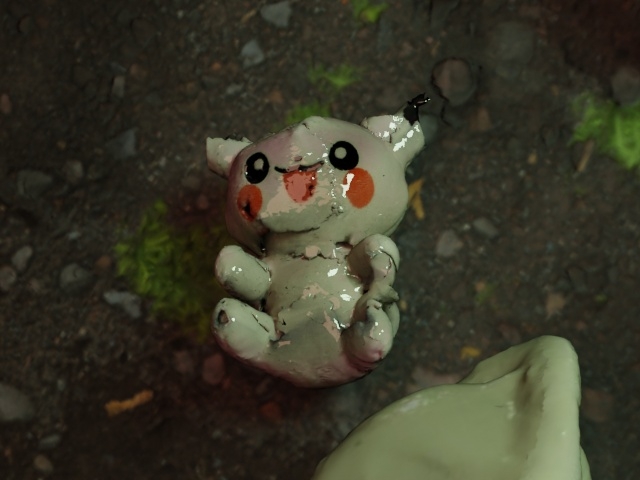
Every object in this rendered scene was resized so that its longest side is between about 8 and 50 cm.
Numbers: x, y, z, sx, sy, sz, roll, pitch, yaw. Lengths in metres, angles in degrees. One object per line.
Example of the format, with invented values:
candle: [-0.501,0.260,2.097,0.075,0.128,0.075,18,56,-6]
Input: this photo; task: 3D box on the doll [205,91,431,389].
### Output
doll: [0.000,0.000,1.186,0.149,0.095,0.192,-4,75,16]

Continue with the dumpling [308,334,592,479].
dumpling: [0.067,0.207,1.037,0.187,0.243,0.318,13,96,-5]
